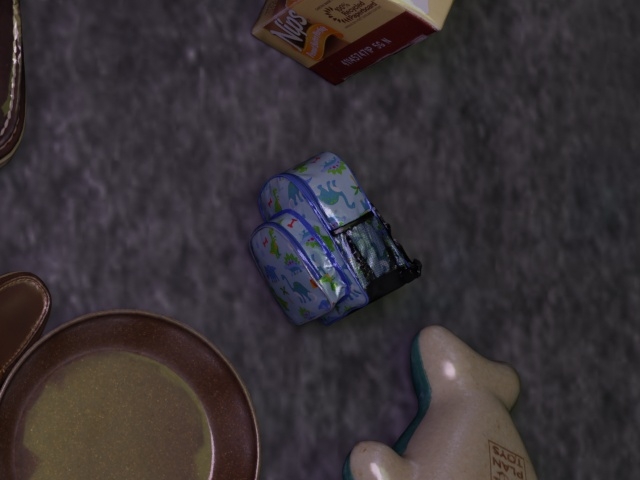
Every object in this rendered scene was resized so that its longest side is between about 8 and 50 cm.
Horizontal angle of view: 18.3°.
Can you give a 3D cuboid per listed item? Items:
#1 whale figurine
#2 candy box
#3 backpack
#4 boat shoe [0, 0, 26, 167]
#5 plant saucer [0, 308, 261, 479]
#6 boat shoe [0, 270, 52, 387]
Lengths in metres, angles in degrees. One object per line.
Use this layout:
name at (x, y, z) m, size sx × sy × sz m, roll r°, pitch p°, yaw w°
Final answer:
whale figurine at (0.085, 0.201, 1.432) m, size 0.216 × 0.141 × 0.272 m, roll 28°, pitch 49°, yaw -33°
candy box at (0.074, -0.284, 1.452) m, size 0.087 × 0.183 × 0.316 m, roll 30°, pitch 72°, yaw -17°
backpack at (0.000, 0.000, 1.424) m, size 0.084 × 0.105 × 0.114 m, roll -27°, pitch 88°, yaw -25°
boat shoe at (-0.262, -0.215, 1.333) m, size 0.123 × 0.123 × 0.342 m, roll -7°, pitch 85°, yaw -23°
plant saucer at (-0.139, 0.148, 1.381) m, size 0.199 × 0.036 × 0.198 m, roll 4°, pitch 80°, yaw -23°
boat shoe at (-0.245, 0.087, 1.332) m, size 0.178 × 0.060 × 0.064 m, roll -44°, pitch 100°, yaw -22°
